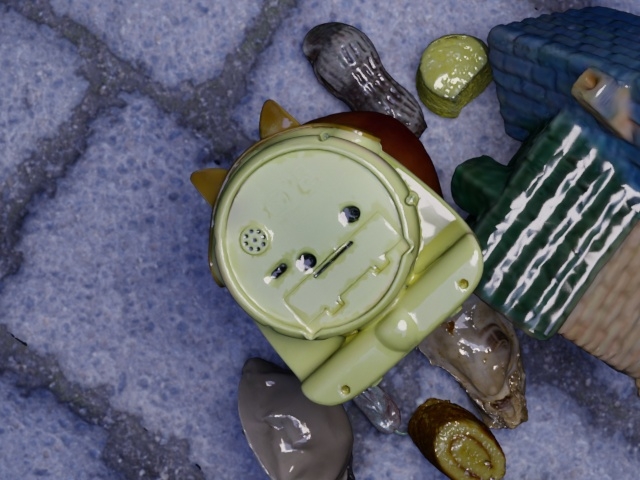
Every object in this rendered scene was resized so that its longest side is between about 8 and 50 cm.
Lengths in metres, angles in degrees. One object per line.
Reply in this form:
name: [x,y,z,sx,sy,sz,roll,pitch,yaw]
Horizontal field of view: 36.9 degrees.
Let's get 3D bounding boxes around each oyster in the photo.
oyster: [0.261,0.197,1.547,0.161,0.107,0.232,-29,72,8]

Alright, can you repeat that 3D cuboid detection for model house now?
model house: [0.356,-0.099,1.312,0.400,0.395,0.445,26,101,-42]

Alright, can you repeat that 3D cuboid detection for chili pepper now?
chili pepper: [0.088,0.267,1.574,0.153,0.041,0.050,50,51,-1]

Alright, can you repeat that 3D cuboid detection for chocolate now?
chocolate: [0.072,-0.246,1.525,0.110,0.110,0.248,-39,93,3]

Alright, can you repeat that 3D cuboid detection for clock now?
clock: [0.000,0.000,1.179,0.286,0.117,0.348,-44,89,9]

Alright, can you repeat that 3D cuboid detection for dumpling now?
dumpling: [-0.027,0.304,1.499,0.163,0.204,0.293,-28,82,-9]

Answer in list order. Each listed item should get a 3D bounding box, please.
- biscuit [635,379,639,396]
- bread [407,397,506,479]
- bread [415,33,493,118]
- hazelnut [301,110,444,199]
biscuit: [0.617,0.158,1.557,0.250,0.030,0.160,-19,92,2]
bread: [0.213,0.316,1.500,0.132,0.172,0.103,38,88,-7]
bread: [0.209,-0.267,1.518,0.111,0.114,0.129,38,89,7]
hazelnut: [0.027,-0.004,1.420,0.366,0.366,0.365,0,92,2]
